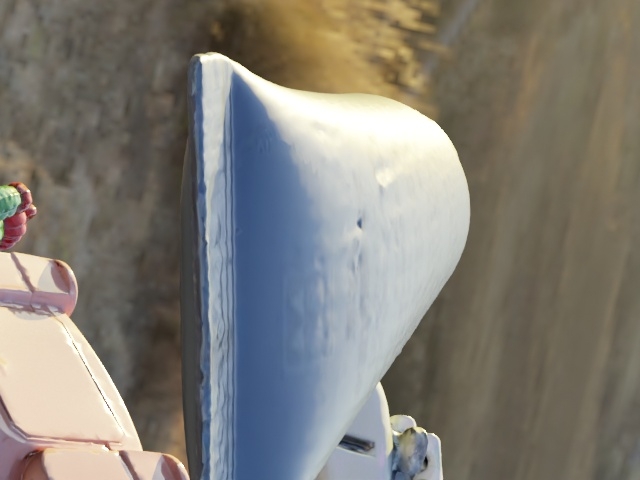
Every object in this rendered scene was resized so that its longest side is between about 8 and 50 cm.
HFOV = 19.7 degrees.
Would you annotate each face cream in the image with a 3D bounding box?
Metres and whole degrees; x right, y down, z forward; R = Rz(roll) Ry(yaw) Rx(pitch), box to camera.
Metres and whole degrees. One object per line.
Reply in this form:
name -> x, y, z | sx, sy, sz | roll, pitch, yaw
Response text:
face cream -> 0.000, 0.000, 0.608 | 0.385, 0.086, 0.136 | -42, 133, -79

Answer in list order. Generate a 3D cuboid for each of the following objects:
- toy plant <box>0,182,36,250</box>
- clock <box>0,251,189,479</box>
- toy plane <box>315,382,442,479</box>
toy plant -> -0.337, -0.004, 1.657 | 0.240, 0.088, 0.154 | -26, 174, -33
clock -> -0.229, 0.157, 1.150 | 0.142, 0.227, 0.241 | 8, 129, -46
toy plane -> 0.008, 0.224, 1.762 | 0.122, 0.267, 0.267 | -46, -169, 47
